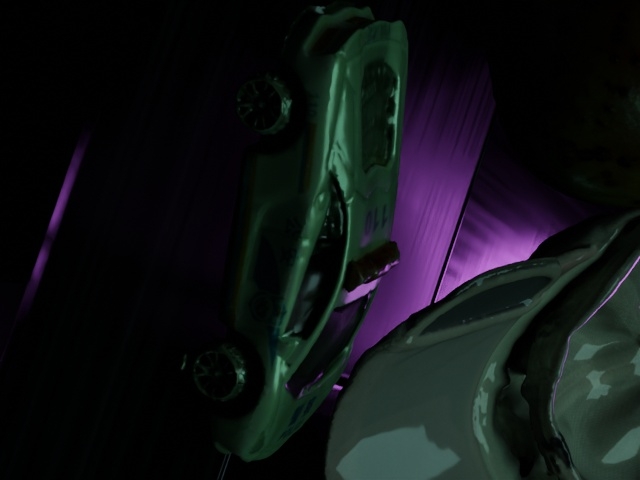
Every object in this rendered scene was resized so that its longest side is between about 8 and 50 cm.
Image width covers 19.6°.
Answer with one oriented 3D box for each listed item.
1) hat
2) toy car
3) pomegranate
[{"bbox_3d":[0.096,0.100,0.946,0.164,0.226,0.219,-159,-121,-73],"label":"hat"},{"bbox_3d":[0.000,0.000,0.713,0.093,0.058,0.186,-25,129,-64],"label":"toy car"},{"bbox_3d":[0.153,-0.110,0.901,0.159,0.159,0.205,59,29,-62],"label":"pomegranate"}]
